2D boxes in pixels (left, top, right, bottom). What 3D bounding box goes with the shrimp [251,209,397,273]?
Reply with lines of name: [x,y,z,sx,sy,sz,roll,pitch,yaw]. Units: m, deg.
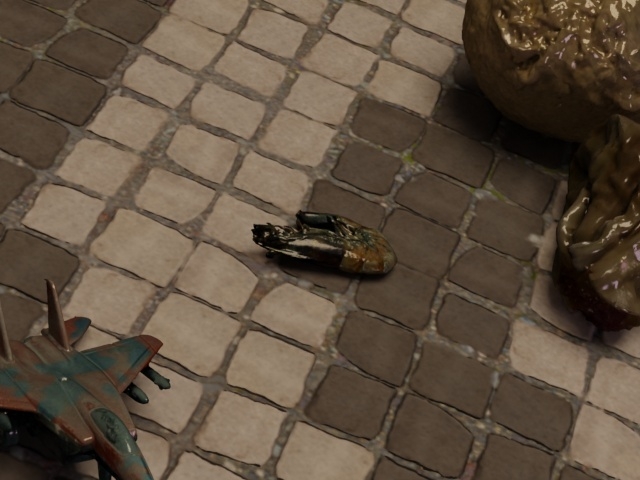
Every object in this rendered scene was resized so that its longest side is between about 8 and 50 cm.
shrimp: [0.000,0.000,1.664,0.161,0.034,0.091,10,31,-21]

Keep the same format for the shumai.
shumai: [0.309,-0.023,1.687,0.185,0.184,0.218,-17,67,-36]

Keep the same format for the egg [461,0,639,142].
egg: [0.316,-0.235,1.861,0.310,0.279,0.279,-13,52,-25]

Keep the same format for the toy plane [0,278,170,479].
toy plane: [-0.204,0.147,1.352,0.223,0.104,0.326,-10,34,-29]
